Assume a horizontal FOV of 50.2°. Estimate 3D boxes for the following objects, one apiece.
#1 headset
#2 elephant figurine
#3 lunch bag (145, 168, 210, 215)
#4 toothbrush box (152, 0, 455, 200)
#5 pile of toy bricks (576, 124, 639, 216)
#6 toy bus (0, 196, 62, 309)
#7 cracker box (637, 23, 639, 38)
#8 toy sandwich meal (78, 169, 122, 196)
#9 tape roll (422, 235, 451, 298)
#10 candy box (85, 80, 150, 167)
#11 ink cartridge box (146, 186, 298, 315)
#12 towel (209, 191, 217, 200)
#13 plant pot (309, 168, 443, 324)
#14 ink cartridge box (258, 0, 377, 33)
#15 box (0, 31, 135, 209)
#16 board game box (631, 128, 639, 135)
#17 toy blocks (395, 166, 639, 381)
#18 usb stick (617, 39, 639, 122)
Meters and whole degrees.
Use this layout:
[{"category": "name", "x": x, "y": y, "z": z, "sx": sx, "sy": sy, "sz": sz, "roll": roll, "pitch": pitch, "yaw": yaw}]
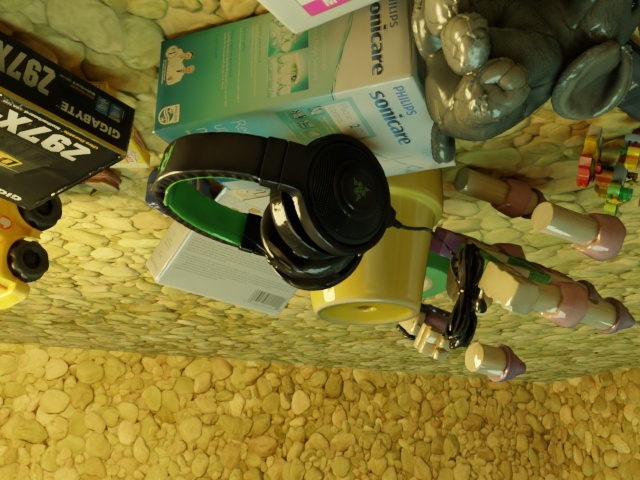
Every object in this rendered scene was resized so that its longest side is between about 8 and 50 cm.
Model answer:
[{"category": "headset", "x": 0.000, "y": 0.000, "z": 0.785, "sx": 0.394, "sy": 0.185, "sz": 0.243, "roll": 13, "pitch": 160, "yaw": -7}, {"category": "elephant figurine", "x": 0.217, "y": -0.185, "z": 0.618, "sx": 0.239, "sy": 0.169, "sz": 0.186, "roll": -19, "pitch": -172, "yaw": -7}, {"category": "lunch bag", "x": -0.236, "y": -0.081, "z": 1.102, "sx": 0.098, "sy": 0.067, "sz": 0.065, "roll": -5, "pitch": 159, "yaw": 19}, {"category": "toothbrush box", "x": -0.009, "y": -0.159, "z": 0.801, "sx": 0.295, "sy": 0.126, "sz": 0.216, "roll": -8, "pitch": 159, "yaw": 19}, {"category": "pile of toy bricks", "x": 0.436, "y": -0.076, "z": 1.005, "sx": 0.118, "sy": 0.105, "sz": 0.212, "roll": 15, "pitch": 172, "yaw": 28}, {"category": "toy bus", "x": -0.536, "y": -0.026, "z": 1.057, "sx": 0.149, "sy": 0.220, "sz": 0.211, "roll": -15, "pitch": 149, "yaw": 30}, {"category": "cracker box", "x": 0.411, "y": -0.193, "z": 0.653, "sx": 0.232, "sy": 0.156, "sz": 0.067, "roll": 8, "pitch": 158, "yaw": -23}, {"category": "toy sandwich meal", "x": -0.367, "y": -0.094, "z": 1.122, "sx": 0.085, "sy": 0.029, "sz": 0.085, "roll": 0, "pitch": 160, "yaw": 0}, {"category": "tape roll", "x": 0.124, "y": 0.063, "z": 1.491, "sx": 0.321, "sy": 0.077, "sz": 0.321, "roll": 0, "pitch": 160, "yaw": 0}, {"category": "candy box", "x": -0.316, "y": -0.156, "z": 0.953, "sx": 0.105, "sy": 0.027, "sz": 0.206, "roll": -1, "pitch": 160, "yaw": 1}, {"category": "ink cartridge box", "x": -0.121, "y": -0.002, "z": 1.243, "sx": 0.296, "sy": 0.066, "sz": 0.261, "roll": 22, "pitch": 112, "yaw": -44}, {"category": "towel", "x": -0.228, "y": -0.061, "z": 1.218, "sx": 0.110, "sy": 0.027, "sz": 0.148, "roll": -7, "pitch": 159, "yaw": 22}, {"category": "plant pot", "x": 0.069, "y": 0.001, "z": 1.077, "sx": 0.253, "sy": 0.239, "sz": 0.254, "roll": 1, "pitch": 161, "yaw": 0}, {"category": "ink cartridge box", "x": 0.022, "y": -0.290, "z": 0.535, "sx": 0.275, "sy": 0.060, "sz": 0.239, "roll": -12, "pitch": 158, "yaw": 31}, {"category": "box", "x": -0.430, "y": -0.160, "z": 0.822, "sx": 0.257, "sy": 0.079, "sz": 0.322, "roll": -18, "pitch": 146, "yaw": 38}, {"category": "board game box", "x": 0.585, "y": -0.169, "z": 0.909, "sx": 0.145, "sy": 0.027, "sz": 0.281, "roll": 16, "pitch": 155, "yaw": -33}, {"category": "toy blocks", "x": 0.329, "y": 0.078, "z": 1.070, "sx": 0.260, "sy": 0.309, "sz": 0.288, "roll": 16, "pitch": -167, "yaw": -23}, {"category": "usb stick", "x": 0.334, "y": -0.202, "z": 0.791, "sx": 0.278, "sy": 0.045, "sz": 0.077, "roll": 16, "pitch": 153, "yaw": -36}]
